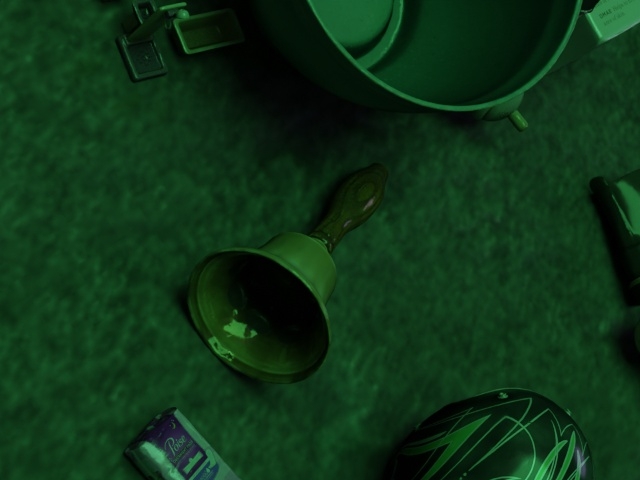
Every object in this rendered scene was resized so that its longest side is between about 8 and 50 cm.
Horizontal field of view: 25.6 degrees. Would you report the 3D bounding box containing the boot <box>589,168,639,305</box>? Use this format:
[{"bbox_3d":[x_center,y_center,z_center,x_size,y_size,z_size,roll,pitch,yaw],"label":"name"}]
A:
[{"bbox_3d":[0.377,-0.024,1.457,0.198,0.077,0.137,-15,77,-38],"label":"boot"}]

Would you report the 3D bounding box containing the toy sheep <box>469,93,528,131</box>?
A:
[{"bbox_3d":[0.156,-0.158,1.340,0.091,0.091,0.132,-32,75,-38],"label":"toy sheep"}]

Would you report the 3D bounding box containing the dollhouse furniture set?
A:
[{"bbox_3d":[-0.109,-0.198,1.172,0.114,0.081,0.091,-19,85,-38],"label":"dollhouse furniture set"}]

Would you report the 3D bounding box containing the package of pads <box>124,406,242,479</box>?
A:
[{"bbox_3d":[-0.104,0.173,1.076,0.083,0.032,0.050,50,50,-10],"label":"package of pads"}]

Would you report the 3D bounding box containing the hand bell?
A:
[{"bbox_3d":[0.000,0.000,1.185,0.126,0.126,0.242,50,40,-10],"label":"hand bell"}]

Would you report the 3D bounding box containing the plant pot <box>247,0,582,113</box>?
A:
[{"bbox_3d":[0.051,-0.239,1.211,0.293,0.196,0.293,3,83,-30],"label":"plant pot"}]

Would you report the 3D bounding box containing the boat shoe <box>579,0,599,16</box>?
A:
[{"bbox_3d":[0.256,-0.288,1.277,0.075,0.065,0.206,34,60,-19],"label":"boat shoe"}]

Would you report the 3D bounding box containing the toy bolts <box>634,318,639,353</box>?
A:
[{"bbox_3d":[0.417,0.074,1.405,0.158,0.218,0.228,45,89,-10],"label":"toy bolts"}]

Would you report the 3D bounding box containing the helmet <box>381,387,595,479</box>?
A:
[{"bbox_3d":[0.142,0.207,1.151,0.169,0.161,0.169,12,67,-31],"label":"helmet"}]

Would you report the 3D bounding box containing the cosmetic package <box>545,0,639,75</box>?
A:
[{"bbox_3d":[0.226,-0.269,1.386,0.151,0.151,0.183,-31,92,-37],"label":"cosmetic package"}]
